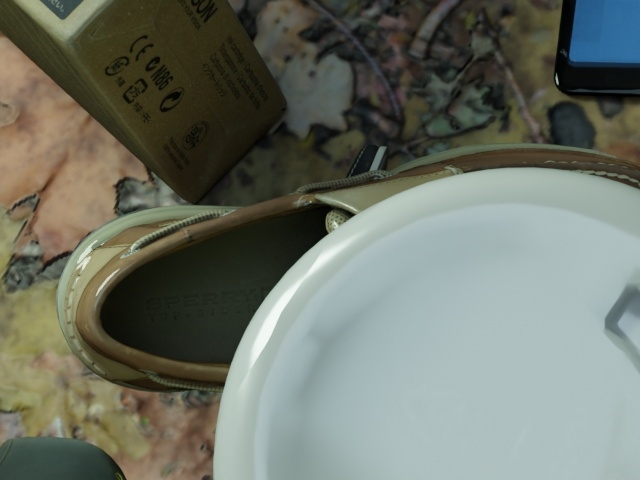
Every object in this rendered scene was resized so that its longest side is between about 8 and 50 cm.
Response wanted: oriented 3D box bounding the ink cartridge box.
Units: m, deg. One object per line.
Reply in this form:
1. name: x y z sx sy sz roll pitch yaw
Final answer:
1. ink cartridge box: -0.133 -0.142 1.047 0.088 0.235 0.193 -45 69 -5

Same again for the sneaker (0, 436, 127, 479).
1. sneaker: -0.092 0.182 1.015 0.222 0.083 0.118 28 40 -2

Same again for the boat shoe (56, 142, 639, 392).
1. boat shoe: 0.028 0.022 0.989 0.324 0.116 0.123 -13 94 -5

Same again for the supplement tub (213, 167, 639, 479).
1. supplement tub: 0.101 0.124 0.857 0.235 0.325 0.235 -4 72 11

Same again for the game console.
1. game console: 0.186 -0.145 1.066 0.071 0.107 0.122 12 74 -13

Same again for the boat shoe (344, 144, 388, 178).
1. boat shoe: 0.000 0.000 1.073 0.038 0.046 0.125 24 87 14
